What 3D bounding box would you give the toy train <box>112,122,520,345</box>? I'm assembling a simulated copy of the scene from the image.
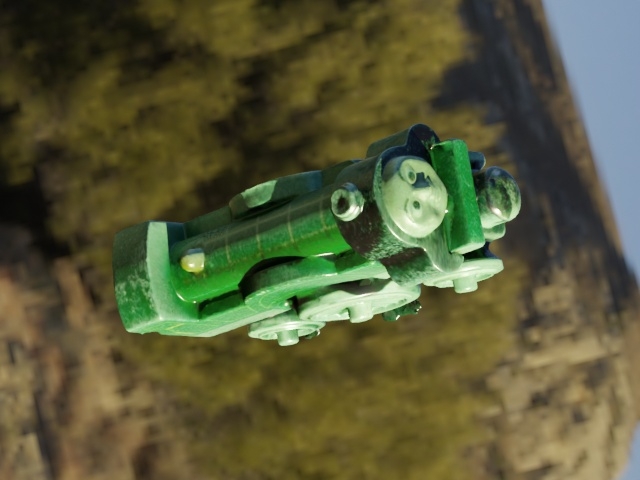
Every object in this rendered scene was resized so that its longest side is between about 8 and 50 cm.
[{"bbox_3d":[0.000,0.000,0.874,0.104,0.178,0.071,6,70,-49],"label":"toy train"}]
